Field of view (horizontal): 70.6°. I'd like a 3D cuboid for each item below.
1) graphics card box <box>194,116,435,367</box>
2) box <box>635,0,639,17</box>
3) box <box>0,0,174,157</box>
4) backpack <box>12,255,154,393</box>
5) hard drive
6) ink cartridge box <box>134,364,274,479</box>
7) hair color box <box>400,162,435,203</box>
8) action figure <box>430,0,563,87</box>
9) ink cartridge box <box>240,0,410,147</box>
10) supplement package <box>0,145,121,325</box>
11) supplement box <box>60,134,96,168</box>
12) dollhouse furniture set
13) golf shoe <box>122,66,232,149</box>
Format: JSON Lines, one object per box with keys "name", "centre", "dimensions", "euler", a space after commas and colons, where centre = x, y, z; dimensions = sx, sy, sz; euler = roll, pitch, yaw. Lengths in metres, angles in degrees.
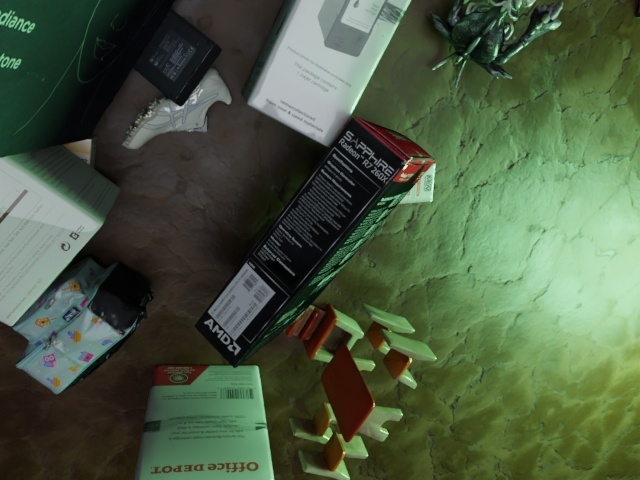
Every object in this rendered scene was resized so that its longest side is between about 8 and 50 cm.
{"name": "graphics card box", "centre": [0.000, 0.000, 0.663], "dimensions": [0.094, 0.233, 0.371], "euler": [42, 111, 9]}
{"name": "box", "centre": [0.609, -0.479, 0.746], "dimensions": [0.114, 0.036, 0.207], "euler": [-4, 113, -12]}
{"name": "box", "centre": [-0.259, -0.332, 0.335], "dimensions": [0.297, 0.480, 0.472], "euler": [36, 97, -17]}
{"name": "backpack", "centre": [-0.373, 0.128, 0.695], "dimensions": [0.144, 0.166, 0.188], "euler": [38, 95, -22]}
{"name": "hard drive", "centre": [-0.209, -0.258, 0.608], "dimensions": [0.135, 0.022, 0.094], "euler": [41, 98, 14]}
{"name": "ink cartridge box", "centre": [-0.196, 0.340, 0.766], "dimensions": [0.197, 0.273, 0.114], "euler": [4, 111, -15]}
{"name": "hair color box", "centre": [0.124, -0.101, 0.785], "dimensions": [0.141, 0.043, 0.072], "euler": [-4, 113, -10]}
{"name": "action figure", "centre": [0.278, -0.350, 0.653], "dimensions": [0.164, 0.276, 0.141], "euler": [43, 59, -1]}
{"name": "ink cartridge box", "centre": [0.013, -0.290, 0.589], "dimensions": [0.121, 0.211, 0.289], "euler": [24, 104, -20]}
{"name": "supplement package", "centre": [-0.431, -0.072, 0.545], "dimensions": [0.175, 0.177, 0.293], "euler": [-46, 115, 4]}
{"name": "supplement box", "centre": [-0.371, -0.111, 0.667], "dimensions": [0.062, 0.036, 0.098], "euler": [8, 110, -17]}
{"name": "dollhouse furniture set", "centre": [0.028, 0.219, 0.776], "dimensions": [0.135, 0.259, 0.262], "euler": [25, 104, -24]}
{"name": "golf shoe", "centre": [-0.208, -0.180, 0.663], "dimensions": [0.176, 0.069, 0.086], "euler": [-39, 121, 6]}
